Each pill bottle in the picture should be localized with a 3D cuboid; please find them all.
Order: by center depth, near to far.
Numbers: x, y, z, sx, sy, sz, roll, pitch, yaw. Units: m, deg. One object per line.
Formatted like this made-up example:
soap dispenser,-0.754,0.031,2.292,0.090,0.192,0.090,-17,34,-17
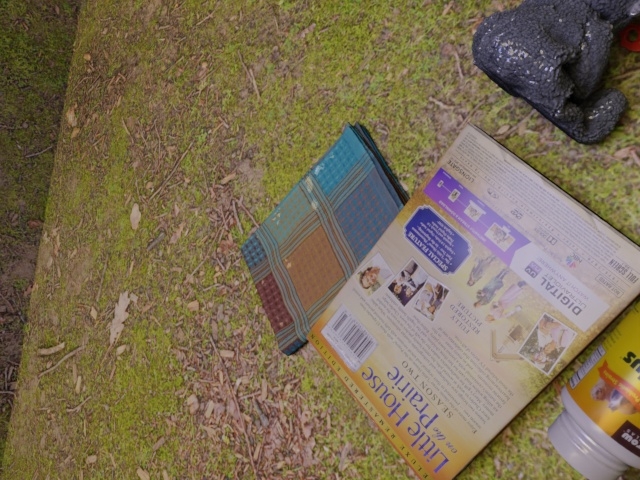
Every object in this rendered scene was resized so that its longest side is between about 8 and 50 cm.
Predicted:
pill bottle,0.349,0.160,0.595,0.117,0.117,0.215,46,112,38

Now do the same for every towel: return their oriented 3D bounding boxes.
towel,0.000,0.000,1.002,0.370,0.040,0.271,-45,54,27

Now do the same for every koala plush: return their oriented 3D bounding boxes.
koala plush,0.312,-0.268,0.662,0.221,0.203,0.196,-53,52,20

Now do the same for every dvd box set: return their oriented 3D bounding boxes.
dvd box set,0.193,0.094,0.766,0.307,0.062,0.420,46,112,30

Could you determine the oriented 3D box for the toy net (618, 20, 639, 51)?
toy net,0.396,-0.324,0.711,0.232,0.045,0.122,46,141,41
